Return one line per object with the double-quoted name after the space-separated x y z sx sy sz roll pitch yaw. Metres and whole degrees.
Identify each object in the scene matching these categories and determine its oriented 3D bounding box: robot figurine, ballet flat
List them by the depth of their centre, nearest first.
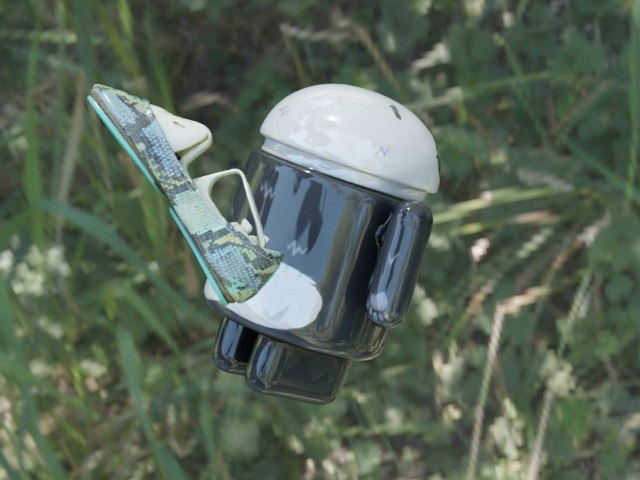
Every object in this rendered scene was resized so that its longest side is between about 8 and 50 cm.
-0.090 -0.044 1.315 0.070 0.070 0.188 -33 87 -15 "ballet flat"
0.003 0.001 1.638 0.209 0.173 0.278 20 94 14 "robot figurine"
